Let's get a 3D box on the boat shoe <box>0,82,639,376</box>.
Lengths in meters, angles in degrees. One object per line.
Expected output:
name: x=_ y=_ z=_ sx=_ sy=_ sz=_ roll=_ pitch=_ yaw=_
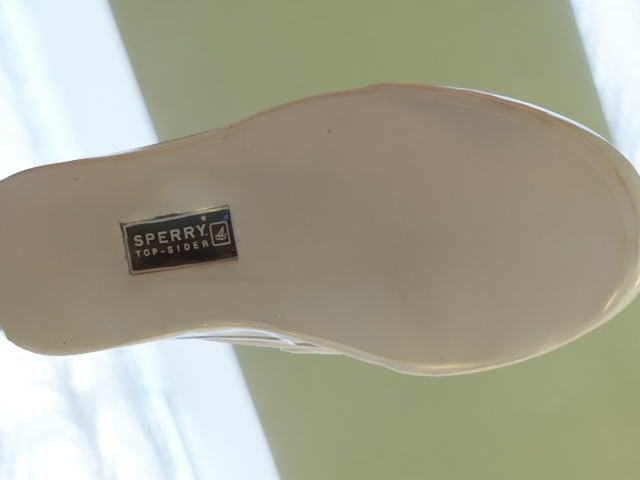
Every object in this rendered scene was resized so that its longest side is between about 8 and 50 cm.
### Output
boat shoe: x=0.000 y=0.000 z=0.642 sx=0.267 sy=0.096 sz=0.088 roll=-9 pitch=-178 yaw=33
